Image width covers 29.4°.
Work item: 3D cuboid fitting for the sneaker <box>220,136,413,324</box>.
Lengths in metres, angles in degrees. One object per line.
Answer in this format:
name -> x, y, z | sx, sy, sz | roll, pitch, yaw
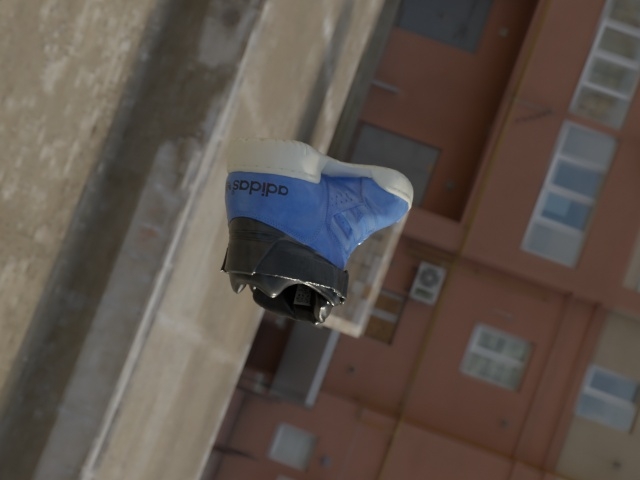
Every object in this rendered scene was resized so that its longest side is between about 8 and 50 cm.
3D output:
sneaker -> -0.001, 0.000, 0.620 | 0.152, 0.058, 0.084 | 11, 85, -64
